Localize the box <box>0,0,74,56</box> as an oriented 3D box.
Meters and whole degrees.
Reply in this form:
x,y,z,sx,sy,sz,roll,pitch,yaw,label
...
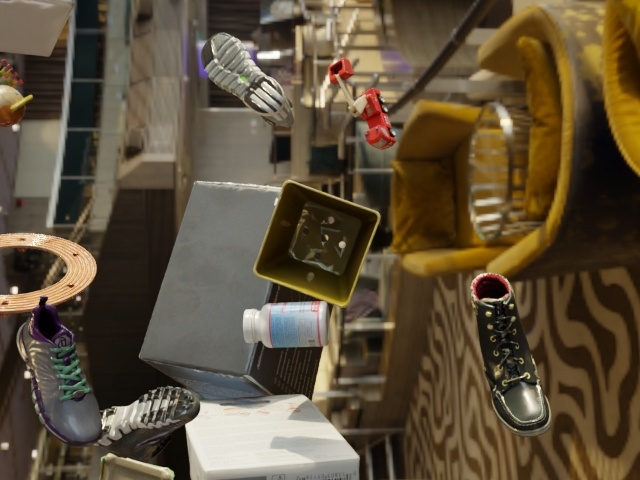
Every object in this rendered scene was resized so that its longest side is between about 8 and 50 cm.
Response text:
x,y,z,sx,sy,sz,roll,pitch,yaw,label
-0.469,-0.451,1.091,0.168,0.215,0.345,-26,67,58,box

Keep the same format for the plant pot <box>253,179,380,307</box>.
x,y,z,sx,sy,sz,roll,pitch,yaw,label
0.000,0.000,1.746,0.187,0.212,0.212,-41,-29,-83,plant pot

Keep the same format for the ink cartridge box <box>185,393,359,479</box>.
x,y,z,sx,sy,sz,roll,pitch,yaw,label
-0.127,0.429,1.686,0.385,0.308,0.091,-156,67,-70,ink cartridge box

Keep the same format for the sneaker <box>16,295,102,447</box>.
x,y,z,sx,sy,sz,roll,pitch,yaw,label
-0.378,0.190,1.165,0.223,0.083,0.098,53,136,22,sneaker

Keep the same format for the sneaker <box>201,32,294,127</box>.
x,y,z,sx,sy,sz,roll,pitch,yaw,label
-0.126,-0.279,1.478,0.228,0.086,0.132,50,-175,29,sneaker

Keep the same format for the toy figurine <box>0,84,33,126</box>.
x,y,z,sx,sy,sz,roll,pitch,yaw,label
-0.452,-0.105,0.922,0.210,0.148,0.213,-36,19,39,toy figurine

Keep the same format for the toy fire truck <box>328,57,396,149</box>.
x,y,z,sx,sy,sz,roll,pitch,yaw,label
0.093,-0.299,1.783,0.135,0.047,0.191,7,-118,-52,toy fire truck

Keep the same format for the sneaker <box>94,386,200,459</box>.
x,y,z,sx,sy,sz,roll,pitch,yaw,label
-0.280,0.312,1.347,0.106,0.234,0.078,51,-150,-33,sneaker

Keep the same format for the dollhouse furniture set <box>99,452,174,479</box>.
x,y,z,sx,sy,sz,roll,pitch,yaw,label
-0.324,0.573,1.713,0.151,0.302,0.197,24,-98,-84,dollhouse furniture set

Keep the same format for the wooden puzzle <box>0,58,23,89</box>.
x,y,z,sx,sy,sz,roll,pitch,yaw,label
-0.689,-0.355,1.773,0.049,0.006,0.083,-56,-49,-34,wooden puzzle

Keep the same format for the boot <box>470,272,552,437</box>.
x,y,z,sx,sy,sz,roll,pitch,yaw,label
0.296,0.178,1.282,0.236,0.085,0.178,-94,-13,-60,boot

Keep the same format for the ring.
x,y,z,sx,sy,sz,roll,pitch,yaw,label
-0.650,0.072,1.704,0.336,0.337,0.032,-99,15,-62,ring

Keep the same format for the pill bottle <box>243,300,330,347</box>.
x,y,z,sx,sy,sz,roll,pitch,yaw,label
-0.065,0.163,1.552,0.087,0.160,0.087,-2,-90,-84,pill bottle

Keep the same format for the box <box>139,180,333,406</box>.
x,y,z,sx,sy,sz,roll,pitch,yaw,label
-0.177,0.169,2.085,0.471,0.298,0.479,60,-140,-62,box
